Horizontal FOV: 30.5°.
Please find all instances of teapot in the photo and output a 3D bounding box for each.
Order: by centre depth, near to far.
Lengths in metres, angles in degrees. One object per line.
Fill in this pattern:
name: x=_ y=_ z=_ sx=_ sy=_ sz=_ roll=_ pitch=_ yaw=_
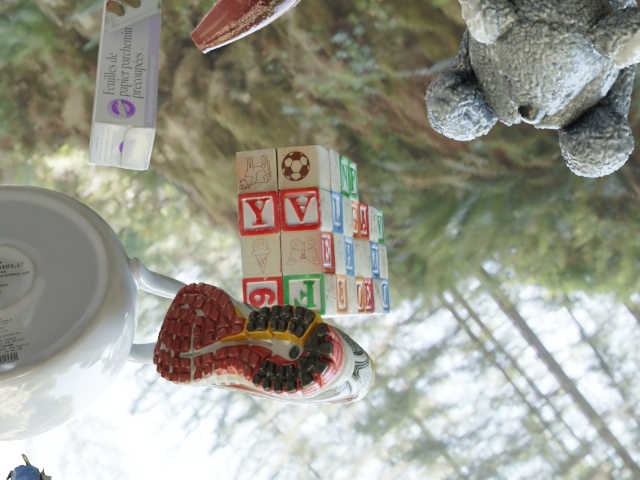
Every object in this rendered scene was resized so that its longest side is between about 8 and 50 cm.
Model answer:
teapot: x=-0.276 y=0.085 z=1.069 sx=0.252 sy=0.256 sz=0.187 roll=-54 pitch=160 yaw=-33

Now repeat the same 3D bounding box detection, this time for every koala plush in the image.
koala plush: x=0.194 y=-0.174 z=1.007 sx=0.221 sy=0.196 sz=0.203 roll=-3 pitch=109 yaw=-78

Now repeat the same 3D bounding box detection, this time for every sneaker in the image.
sneaker: x=-0.053 y=0.095 z=0.957 sx=0.225 sy=0.092 sz=0.088 roll=11 pitch=-103 yaw=44

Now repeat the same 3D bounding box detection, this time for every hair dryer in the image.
hair dryer: x=-0.112 y=-0.381 z=1.619 sx=0.293 sy=0.223 sz=0.080 roll=-65 pitch=-145 yaw=40

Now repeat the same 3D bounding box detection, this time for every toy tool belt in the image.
toy tool belt: x=-0.336 y=0.292 z=1.377 sx=0.052 sy=0.083 sz=0.051 roll=-10 pitch=129 yaw=-36

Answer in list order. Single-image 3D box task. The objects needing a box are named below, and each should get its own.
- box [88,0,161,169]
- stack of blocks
box: x=-0.209 y=-0.215 z=1.281 sx=0.067 sy=0.063 sz=0.324 roll=108 pitch=-17 yaw=-46
stack of blocks: x=0.000 y=0.000 z=1.295 sx=0.087 sy=0.171 sz=0.297 roll=-4 pitch=175 yaw=15
